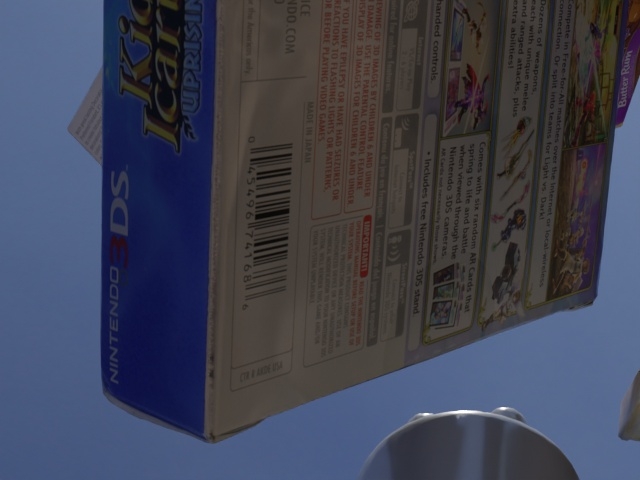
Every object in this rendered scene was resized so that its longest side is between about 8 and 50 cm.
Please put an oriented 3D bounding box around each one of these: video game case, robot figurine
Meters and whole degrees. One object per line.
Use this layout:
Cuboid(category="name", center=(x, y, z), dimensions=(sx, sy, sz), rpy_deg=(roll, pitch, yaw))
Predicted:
Cuboid(category="video game case", center=(0.030, -0.088, 0.484), dimensions=(0.244, 0.061, 0.269), rpy_deg=(-12, -70, -47))
Cuboid(category="robot figurine", center=(0.116, 0.273, 1.039), dimensions=(0.300, 0.353, 0.199), rpy_deg=(-9, -65, 13))

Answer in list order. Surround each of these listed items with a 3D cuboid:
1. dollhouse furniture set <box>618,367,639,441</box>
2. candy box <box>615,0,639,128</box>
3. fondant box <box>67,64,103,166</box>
Cuboid(category="dollhouse furniture set", center=(0.419, 0.030, 1.353), dimensions=(0.174, 0.303, 0.355), rpy_deg=(9, -115, 5))
Cuboid(category="candy box", center=(0.258, -0.183, 1.230), dimensions=(0.109, 0.053, 0.186), rpy_deg=(-21, -44, -38))
Cuboid(category="fondant box", center=(-0.059, -0.082, 1.236), dimensions=(0.330, 0.238, 0.096), rpy_deg=(45, -142, 8))
